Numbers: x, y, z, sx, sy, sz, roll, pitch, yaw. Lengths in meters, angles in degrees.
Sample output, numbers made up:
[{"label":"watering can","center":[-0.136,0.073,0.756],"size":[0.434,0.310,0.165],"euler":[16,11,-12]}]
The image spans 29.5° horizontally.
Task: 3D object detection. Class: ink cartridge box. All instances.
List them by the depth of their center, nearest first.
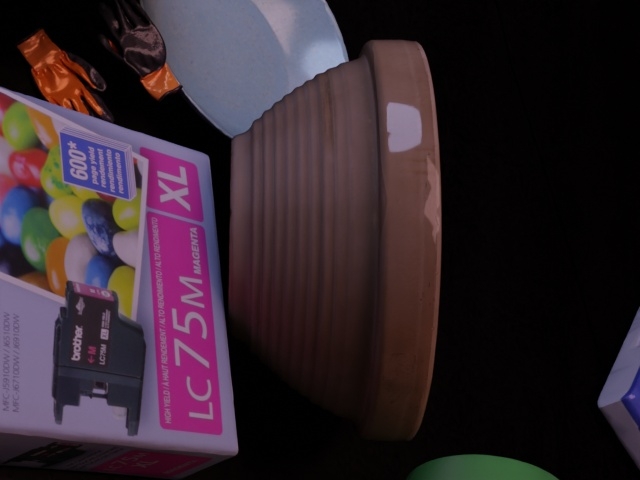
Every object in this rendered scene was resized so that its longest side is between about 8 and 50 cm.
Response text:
[{"label":"ink cartridge box","center":[-0.178,0.010,0.590],"size":[0.311,0.065,0.186],"euler":[15,58,-42]}]

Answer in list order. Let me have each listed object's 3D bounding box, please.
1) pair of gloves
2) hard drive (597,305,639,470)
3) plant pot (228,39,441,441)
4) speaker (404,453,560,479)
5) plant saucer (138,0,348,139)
[{"label":"pair of gloves","center":[-0.129,-0.105,0.721],"size":[0.083,0.010,0.074],"euler":[-35,95,-23]},{"label":"hard drive","center":[0.378,0.214,1.120],"size":[0.319,0.040,0.210],"euler":[55,38,-10]},{"label":"plant pot","center":[0.000,0.000,0.719],"size":[0.109,0.237,0.237],"euler":[0,62,-4]},{"label":"speaker","center":[0.083,0.276,0.681],"size":[0.131,0.131,0.297],"euler":[37,45,-29]},{"label":"plant saucer","center":[-0.057,-0.136,0.828],"size":[0.195,0.037,0.195],"euler":[26,51,-37]}]
